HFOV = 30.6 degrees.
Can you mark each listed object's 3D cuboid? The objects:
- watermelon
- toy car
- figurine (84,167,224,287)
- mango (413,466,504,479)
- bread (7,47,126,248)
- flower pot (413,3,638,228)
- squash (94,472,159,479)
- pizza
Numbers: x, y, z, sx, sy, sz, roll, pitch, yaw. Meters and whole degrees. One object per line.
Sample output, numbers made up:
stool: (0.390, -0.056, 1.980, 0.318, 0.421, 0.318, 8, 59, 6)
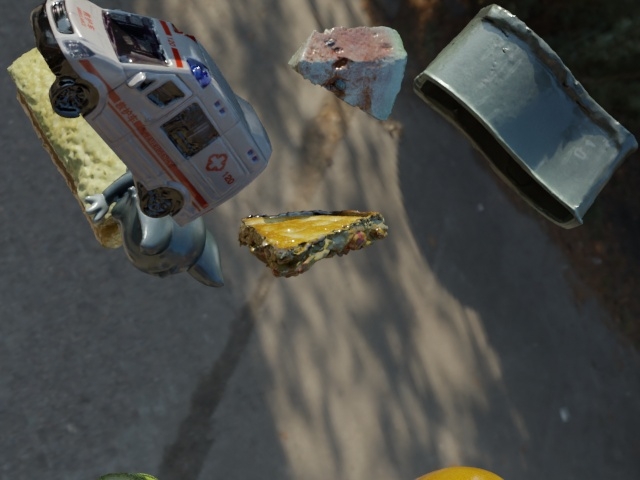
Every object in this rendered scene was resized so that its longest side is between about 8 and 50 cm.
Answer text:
watermelon: (0.046, -0.306, 2.050, 0.241, 0.154, 0.094, 4, 28, -39)
toy car: (-0.123, -0.107, 0.867, 0.210, 0.108, 0.089, 54, 12, -48)
figurine: (-0.220, -0.054, 1.656, 0.193, 0.140, 0.265, 48, 40, -50)
mango: (0.089, 0.232, 0.952, 0.184, 0.102, 0.085, -3, 73, -41)
bread: (-0.353, -0.188, 2.013, 0.375, 0.236, 0.165, 57, -15, 23)
flower pot: (0.212, -0.126, 1.198, 0.229, 0.108, 0.103, 42, -5, -10)
squash: (-0.288, 0.456, 1.731, 0.041, 0.219, 0.219, 23, 52, -59)
pizza: (0.000, 0.000, 1.980, 0.288, 0.251, 0.074, -133, -145, -70)
